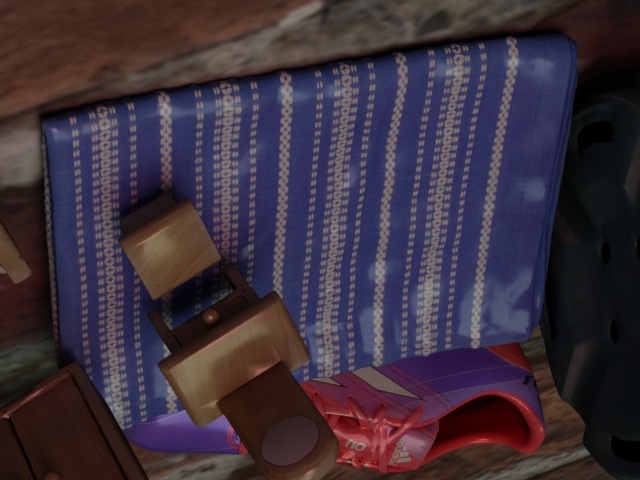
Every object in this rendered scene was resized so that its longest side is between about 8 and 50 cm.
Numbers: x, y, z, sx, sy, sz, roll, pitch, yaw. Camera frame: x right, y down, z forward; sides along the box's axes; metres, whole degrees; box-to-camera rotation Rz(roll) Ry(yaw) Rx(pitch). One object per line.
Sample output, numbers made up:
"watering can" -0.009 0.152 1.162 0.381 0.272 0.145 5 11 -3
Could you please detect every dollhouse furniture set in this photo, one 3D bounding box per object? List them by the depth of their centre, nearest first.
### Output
"dollhouse furniture set" -0.181 0.034 0.736 0.303 0.174 0.355 -32 129 -8

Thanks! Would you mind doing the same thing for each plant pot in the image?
"plant pot" 0.339 0.019 0.991 0.334 0.341 0.341 -6 141 -14

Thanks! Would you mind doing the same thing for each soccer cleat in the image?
"soccer cleat" 0.014 0.115 1.063 0.318 0.116 0.108 -6 140 -27

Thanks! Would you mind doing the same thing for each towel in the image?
"towel" 0.000 0.000 0.937 0.336 0.040 0.243 -12 130 -19
